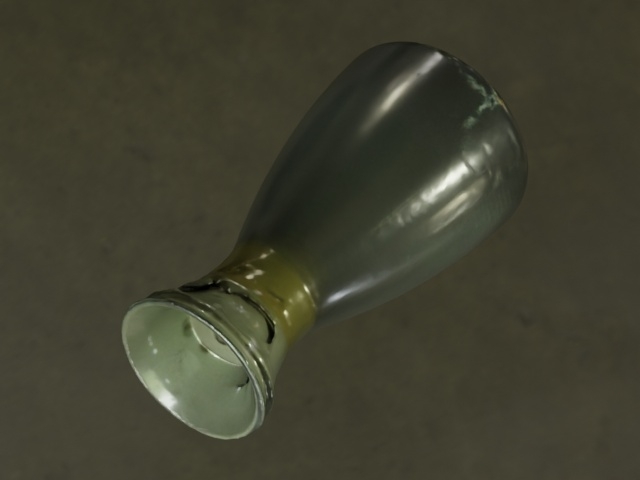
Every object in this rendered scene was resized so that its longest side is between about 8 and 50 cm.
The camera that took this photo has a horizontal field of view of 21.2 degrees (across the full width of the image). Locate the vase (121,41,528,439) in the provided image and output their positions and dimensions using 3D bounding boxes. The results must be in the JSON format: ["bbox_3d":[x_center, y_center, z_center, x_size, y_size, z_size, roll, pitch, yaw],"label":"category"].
[{"bbox_3d":[0.000,0.000,1.246,0.173,0.173,0.321,51,53,-5],"label":"vase"}]
